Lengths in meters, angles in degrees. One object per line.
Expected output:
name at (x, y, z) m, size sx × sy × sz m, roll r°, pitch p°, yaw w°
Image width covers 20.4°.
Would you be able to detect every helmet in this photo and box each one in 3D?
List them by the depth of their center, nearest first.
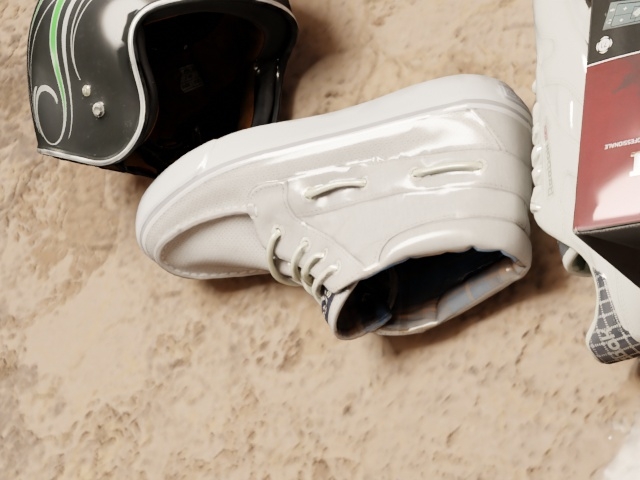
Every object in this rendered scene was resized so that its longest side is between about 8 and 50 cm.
helmet at (-0.100, -0.119, 1.105) m, size 0.169 × 0.169 × 0.161 m, roll 12°, pitch 91°, yaw 41°

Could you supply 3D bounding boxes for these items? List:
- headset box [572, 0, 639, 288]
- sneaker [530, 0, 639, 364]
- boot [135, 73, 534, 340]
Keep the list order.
headset box at (0.216, -0.071, 0.794) m, size 0.110 × 0.218 × 0.293 m, roll -10°, pitch 62°, yaw 35°
sneaker at (0.146, -0.049, 0.933) m, size 0.095 × 0.090 × 0.235 m, roll -38°, pitch 47°, yaw 28°
boot at (0.000, 0.000, 1.005) m, size 0.258 × 0.095 × 0.123 m, roll -20°, pitch 49°, yaw 27°
